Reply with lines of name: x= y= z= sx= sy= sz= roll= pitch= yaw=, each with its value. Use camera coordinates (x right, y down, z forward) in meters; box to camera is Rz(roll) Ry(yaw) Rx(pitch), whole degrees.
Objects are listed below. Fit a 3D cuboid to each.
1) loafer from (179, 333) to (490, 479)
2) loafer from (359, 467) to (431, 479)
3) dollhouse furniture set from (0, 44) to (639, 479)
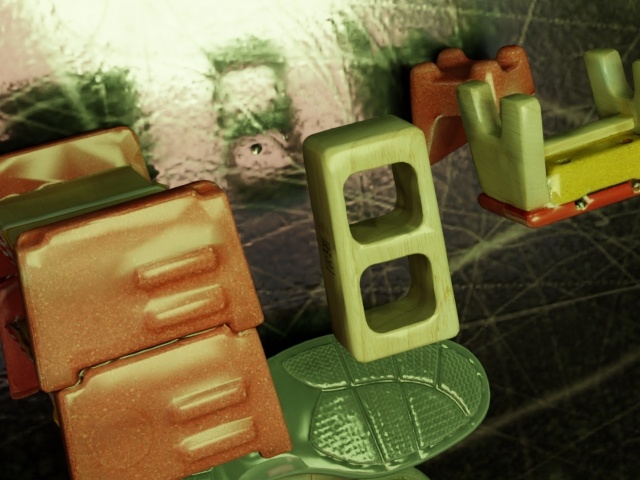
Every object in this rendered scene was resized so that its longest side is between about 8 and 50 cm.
loafer: x=-0.025 y=0.122 z=0.877 sx=0.267 sy=0.084 sz=0.096 roll=-13 pitch=78 yaw=-15
loafer: x=-0.013 y=0.254 z=0.901 sx=0.251 sy=0.087 sz=0.094 roll=-46 pitch=112 yaw=1
dollhouse furniture set: x=0.000 y=0.000 z=0.779 sx=0.374 sy=0.201 sz=0.152 roll=-17 pitch=109 yaw=-16
